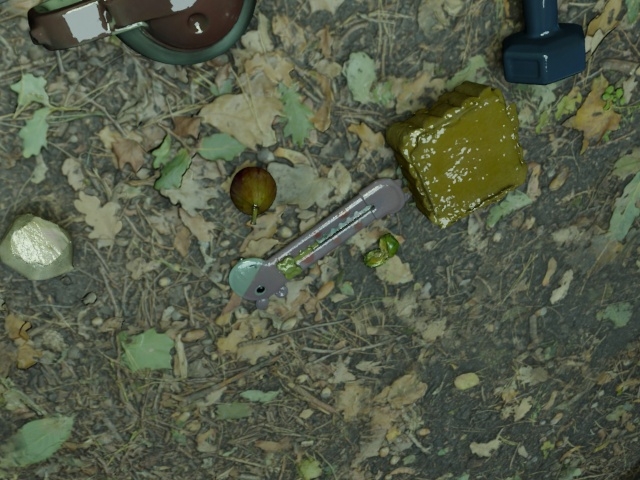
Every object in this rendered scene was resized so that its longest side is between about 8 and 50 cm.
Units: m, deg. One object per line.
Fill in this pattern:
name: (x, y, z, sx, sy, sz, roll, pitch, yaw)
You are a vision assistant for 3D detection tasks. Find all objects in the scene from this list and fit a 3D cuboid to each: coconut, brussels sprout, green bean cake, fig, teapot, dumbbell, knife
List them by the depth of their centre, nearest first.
teapot: (-0.231, -0.332, 0.846, 0.315, 0.312, 0.233, -22, 121, -6)
coconut: (-0.469, 0.015, 1.076, 0.124, 0.110, 0.110, 32, 104, -26)
dumbbell: (0.373, -0.434, 1.093, 0.160, 0.144, 0.324, -21, 122, -5)
fig: (-0.116, -0.076, 1.137, 0.089, 0.125, 0.088, -7, 123, -11)
green bean cake: (0.260, -0.164, 1.213, 0.224, 0.131, 0.229, -29, 120, -4)
knife: (0.000, 0.000, 1.270, 0.399, 0.038, 0.132, -35, 126, 2)
brussels sprout: (0.127, 0.023, 1.326, 0.051, 0.046, 0.083, 29, 116, -33)

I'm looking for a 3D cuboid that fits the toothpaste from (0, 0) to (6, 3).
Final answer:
toothpaste: (-0.518, -0.341, 0.893, 0.323, 0.066, 0.100, -22, 137, -1)
